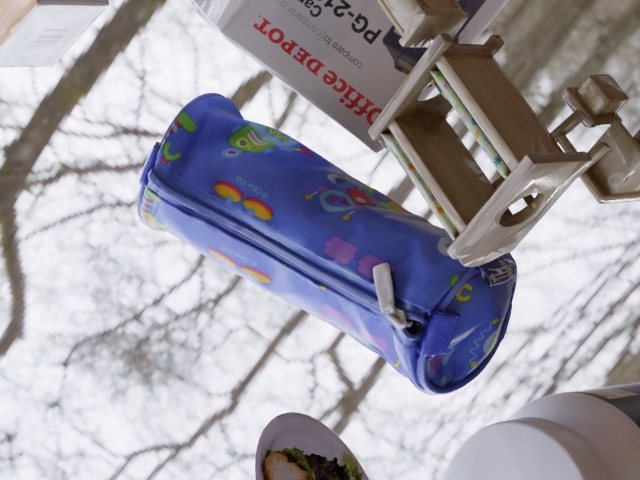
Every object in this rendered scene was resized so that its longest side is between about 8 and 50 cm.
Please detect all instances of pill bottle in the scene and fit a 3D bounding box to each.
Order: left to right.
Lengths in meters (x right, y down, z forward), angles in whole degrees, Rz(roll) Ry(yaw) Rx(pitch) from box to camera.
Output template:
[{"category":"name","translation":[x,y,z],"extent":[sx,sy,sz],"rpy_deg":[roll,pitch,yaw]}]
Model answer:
[{"category":"pill bottle","translation":[0.216,0.188,1.106],"extent":[0.264,0.153,0.153],"rpy_deg":[0,-139,-50]}]

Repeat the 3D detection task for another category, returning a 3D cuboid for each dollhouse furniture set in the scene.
[{"category":"dollhouse furniture set","translation":[0.118,-0.088,0.980],"extent":[0.161,0.101,0.182],"rpy_deg":[-5,-126,-42]}]

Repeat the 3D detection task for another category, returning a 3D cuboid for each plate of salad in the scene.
[{"category":"plate of salad","translation":[0.012,0.249,1.361],"extent":[0.200,0.048,0.200],"rpy_deg":[40,-148,-33]}]

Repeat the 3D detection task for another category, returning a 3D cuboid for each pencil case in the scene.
[{"category":"pencil case","translation":[0.000,0.000,1.080],"extent":[0.306,0.119,0.133],"rpy_deg":[30,-164,26]}]

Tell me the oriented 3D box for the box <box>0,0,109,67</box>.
[{"category":"box","translation":[-0.315,-0.286,1.535],"extent":[0.091,0.130,0.171],"rpy_deg":[-8,-111,-44]}]

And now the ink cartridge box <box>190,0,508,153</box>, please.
[{"category":"ink cartridge box","translation":[0.044,-0.211,1.094],"extent":[0.172,0.237,0.100],"rpy_deg":[35,-171,-30]}]
